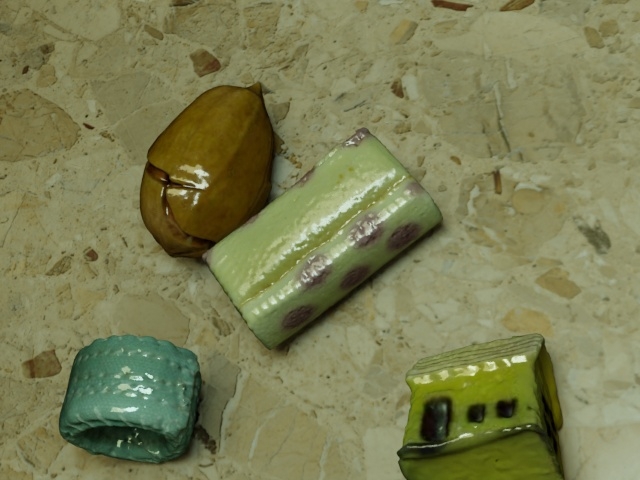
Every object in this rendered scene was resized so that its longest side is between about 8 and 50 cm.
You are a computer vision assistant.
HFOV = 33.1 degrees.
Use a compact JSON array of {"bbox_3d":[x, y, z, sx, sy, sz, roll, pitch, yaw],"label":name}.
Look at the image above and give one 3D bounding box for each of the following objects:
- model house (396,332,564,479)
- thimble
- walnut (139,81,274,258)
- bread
[{"bbox_3d":[0.220,0.235,1.427,0.193,0.174,0.234,-16,31,19],"label":"model house"},{"bbox_3d":[-0.276,0.240,1.619,0.235,0.198,0.143,-16,54,38],"label":"thimble"},{"bbox_3d":[-0.173,-0.127,1.758,0.209,0.209,0.336,11,64,29],"label":"walnut"},{"bbox_3d":[0.000,0.000,1.636,0.338,0.155,0.187,-38,64,1],"label":"bread"}]
